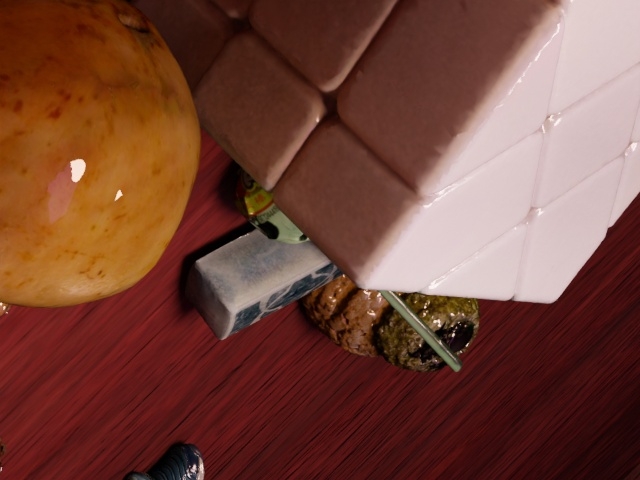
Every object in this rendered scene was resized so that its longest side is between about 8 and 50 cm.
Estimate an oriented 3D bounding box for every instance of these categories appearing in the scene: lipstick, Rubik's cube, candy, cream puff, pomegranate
[{"bbox_3d":[0.000,0.000,1.462,0.290,0.076,0.077,-27,163,-26],"label":"lipstick"},{"bbox_3d":[0.097,-0.168,1.125,0.322,0.316,0.318,8,122,-55],"label":"Rubik's cube"},{"bbox_3d":[0.035,0.029,1.389,0.083,0.305,0.091,-29,-155,34],"label":"candy"},{"bbox_3d":[0.092,0.072,1.588,0.183,0.169,0.183,-33,151,-21],"label":"cream puff"},{"bbox_3d":[-0.195,-0.060,0.973,0.248,0.248,0.248,-33,150,-22],"label":"pomegranate"}]

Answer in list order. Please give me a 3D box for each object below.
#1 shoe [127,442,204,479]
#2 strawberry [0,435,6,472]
[{"bbox_3d":[-0.185,0.278,1.613,0.143,0.064,0.071,-50,134,-2],"label":"shoe"},{"bbox_3d":[-0.372,0.239,1.157,0.221,0.274,0.274,9,130,-12],"label":"strawberry"}]
